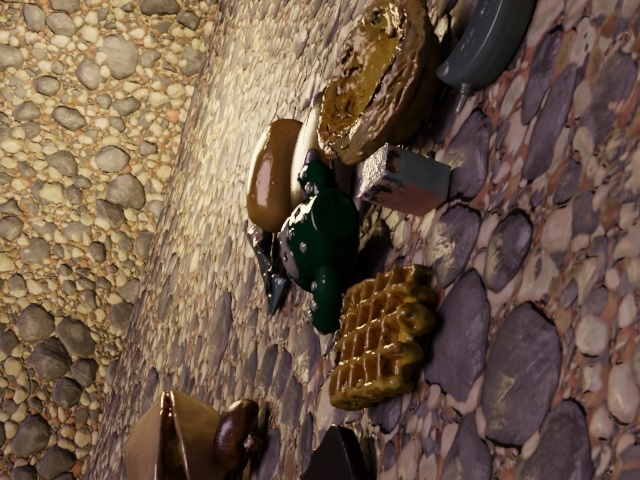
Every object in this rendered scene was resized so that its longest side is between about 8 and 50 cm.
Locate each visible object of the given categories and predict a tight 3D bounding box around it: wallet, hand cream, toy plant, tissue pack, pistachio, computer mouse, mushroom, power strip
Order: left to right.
[{"bbox_3d":[-0.254,0.382,1.738,0.318,0.194,0.213,-151,50,-80],"label":"pistachio"},{"bbox_3d":[-0.134,0.331,1.645,0.127,0.087,0.127,16,-90,-85],"label":"mushroom"},{"bbox_3d":[-0.094,0.043,1.821,0.248,0.052,0.075,-116,21,-57],"label":"hand cream"},{"bbox_3d":[-0.009,0.388,1.247,0.165,0.042,0.309,-103,32,-54],"label":"wallet"},{"bbox_3d":[0.000,0.005,1.409,0.232,0.113,0.243,-104,14,-45],"label":"toy plant"},{"bbox_3d":[0.004,-0.155,1.628,0.158,0.072,0.310,133,149,-52],"label":"computer mouse"},{"bbox_3d":[0.105,-0.073,1.200,0.074,0.094,0.058,143,141,-59],"label":"tissue pack"},{"bbox_3d":[0.197,-0.254,1.156,0.137,0.044,0.216,-127,55,-68],"label":"power strip"}]

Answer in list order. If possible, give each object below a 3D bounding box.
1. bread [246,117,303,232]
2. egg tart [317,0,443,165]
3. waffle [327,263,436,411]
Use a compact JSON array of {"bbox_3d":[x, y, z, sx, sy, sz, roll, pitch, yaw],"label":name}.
[{"bbox_3d":[-0.085,-0.125,1.838,0.147,0.098,0.217,151,133,-71],"label":"bread"},{"bbox_3d":[0.093,-0.214,1.352,0.291,0.107,0.290,-55,24,38],"label":"egg tart"},{"bbox_3d":[0.078,0.118,1.188,0.211,0.055,0.160,145,138,-62],"label":"waffle"}]
